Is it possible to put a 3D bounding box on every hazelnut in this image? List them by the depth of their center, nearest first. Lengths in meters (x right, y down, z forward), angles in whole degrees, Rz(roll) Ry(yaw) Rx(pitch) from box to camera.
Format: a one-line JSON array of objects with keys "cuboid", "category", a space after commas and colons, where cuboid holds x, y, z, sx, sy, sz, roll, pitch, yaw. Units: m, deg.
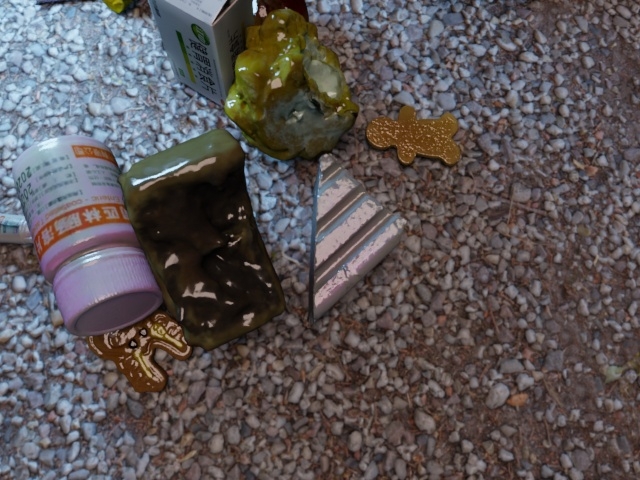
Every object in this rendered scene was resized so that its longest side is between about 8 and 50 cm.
[{"cuboid": [-0.120, -0.559, 1.281, 0.177, 0.178, 0.204, 20, 77, 3], "category": "hazelnut"}]

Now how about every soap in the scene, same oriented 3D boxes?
[{"cuboid": [0.000, 0.000, 1.155, 0.302, 0.159, 0.258, -43, 85, -13], "category": "soap"}]

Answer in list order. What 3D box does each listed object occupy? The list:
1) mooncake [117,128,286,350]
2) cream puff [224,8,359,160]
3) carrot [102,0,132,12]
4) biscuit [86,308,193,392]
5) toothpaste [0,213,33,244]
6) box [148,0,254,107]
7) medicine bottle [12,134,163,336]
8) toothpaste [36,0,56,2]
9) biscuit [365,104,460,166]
[{"cuboid": [-0.226, 0.005, 1.028, 0.246, 0.393, 0.394, -20, 76, -9], "category": "mooncake"}, {"cuboid": [-0.083, -0.349, 1.196, 0.274, 0.323, 0.270, -33, 49, 20], "category": "cream puff"}, {"cuboid": [-0.468, -0.743, 1.345, 0.114, 0.114, 0.302, 33, 79, 6], "category": "carrot"}, {"cuboid": [-0.430, 0.198, 1.156, 0.295, 0.044, 0.186, 36, 76, 6], "category": "biscuit"}, {"cuboid": [-0.783, -0.032, 1.193, 0.322, 0.066, 0.100, 4, 72, 4], "category": "toothpaste"}, {"cuboid": [-0.255, -0.472, 1.170, 0.173, 0.333, 0.145, 30, 73, 5], "category": "box"}, {"cuboid": [-0.492, -0.011, 1.092, 0.219, 0.219, 0.389, -24, 71, -7], "category": "medicine bottle"}, {"cuboid": [-0.682, -0.649, 1.357, 0.169, 0.028, 0.045, -8, 70, -6], "category": "toothpaste"}, {"cuboid": [0.231, -0.259, 1.287, 0.240, 0.035, 0.158, 6, 74, -1], "category": "biscuit"}]
